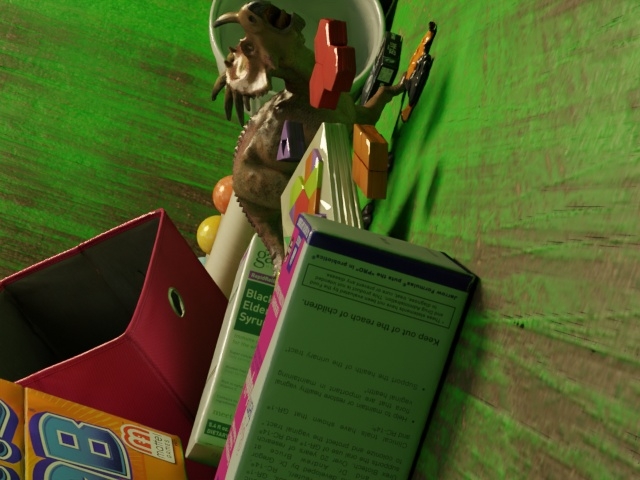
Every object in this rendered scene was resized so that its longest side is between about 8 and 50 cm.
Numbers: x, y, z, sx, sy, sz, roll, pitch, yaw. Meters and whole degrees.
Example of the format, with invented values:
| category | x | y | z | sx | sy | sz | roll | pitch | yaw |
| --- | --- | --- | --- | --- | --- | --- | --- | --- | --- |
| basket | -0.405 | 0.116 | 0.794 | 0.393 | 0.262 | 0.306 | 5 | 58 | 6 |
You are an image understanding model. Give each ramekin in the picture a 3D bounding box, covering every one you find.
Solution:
| category | x | y | z | sx | sy | sz | roll | pitch | yaw |
| --- | --- | --- | --- | --- | --- | --- | --- | --- | --- |
| ramekin | -0.030 | -0.230 | 1.955 | 0.109 | 0.207 | 0.207 | 101 | -177 | -65 |

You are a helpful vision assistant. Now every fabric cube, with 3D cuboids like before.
| category | x | y | z | sx | sy | sz | roll | pitch | yaw |
| --- | --- | --- | --- | --- | --- | --- | --- | --- | --- |
| fabric cube | -0.236 | 0.168 | 1.923 | 0.259 | 0.258 | 0.254 | -23 | 28 | 20 |

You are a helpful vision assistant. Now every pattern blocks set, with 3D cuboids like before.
| category | x | y | z | sx | sy | sz | roll | pitch | yaw |
| --- | --- | --- | --- | --- | --- | --- | --- | --- | --- |
| pattern blocks set | 0.000 | 0.000 | 1.409 | 0.285 | 0.026 | 0.324 | 111 | 156 | -43 |

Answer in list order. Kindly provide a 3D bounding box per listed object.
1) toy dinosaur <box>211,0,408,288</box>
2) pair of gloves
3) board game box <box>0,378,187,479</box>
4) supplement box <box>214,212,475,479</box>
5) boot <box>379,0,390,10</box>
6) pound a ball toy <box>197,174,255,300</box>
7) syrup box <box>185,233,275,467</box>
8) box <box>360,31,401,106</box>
| category | x | y | z | sx | sy | sz | roll | pitch | yaw |
| --- | --- | --- | --- | --- | --- | --- | --- | --- | --- |
| toy dinosaur | -0.036 | -0.094 | 1.602 | 0.127 | 0.200 | 0.295 | -87 | 16 | -67 |
| pair of gloves | 0.091 | -0.160 | 1.550 | 0.083 | 0.010 | 0.074 | -82 | 11 | -51 |
| board game box | -0.349 | 0.368 | 1.576 | 0.356 | 0.356 | 0.356 | -64 | 18 | 17 |
| supplement box | 0.009 | 0.104 | 1.079 | 0.111 | 0.114 | 0.220 | -130 | 56 | -82 |
| boot | 0.020 | -0.298 | 2.086 | 0.305 | 0.115 | 0.112 | 115 | 169 | -55 |
| pound a ball toy | -0.093 | 0.018 | 2.093 | 0.208 | 0.136 | 0.319 | -79 | 8 | -46 |
| syrup box | -0.062 | 0.121 | 1.713 | 0.096 | 0.093 | 0.236 | 121 | 165 | -69 |
| box | 0.064 | -0.175 | 1.783 | 0.067 | 0.018 | 0.083 | -81 | 10 | -50 |
